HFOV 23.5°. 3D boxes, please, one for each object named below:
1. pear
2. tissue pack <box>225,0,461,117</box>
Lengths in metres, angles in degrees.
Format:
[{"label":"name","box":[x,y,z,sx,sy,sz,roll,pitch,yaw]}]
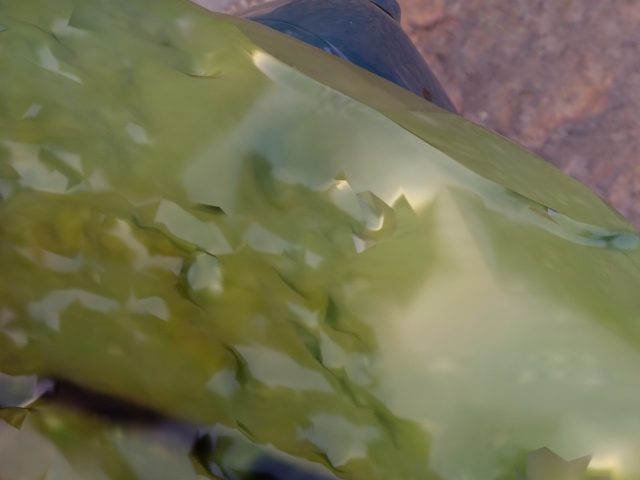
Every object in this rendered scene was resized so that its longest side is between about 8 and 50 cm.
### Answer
[{"label":"pear","box":[0.009,0.131,0.417,0.318,0.342,0.238,14,138,-26]},{"label":"tissue pack","box":[0.000,0.000,0.886,0.287,0.198,0.206,57,47,-23]}]
